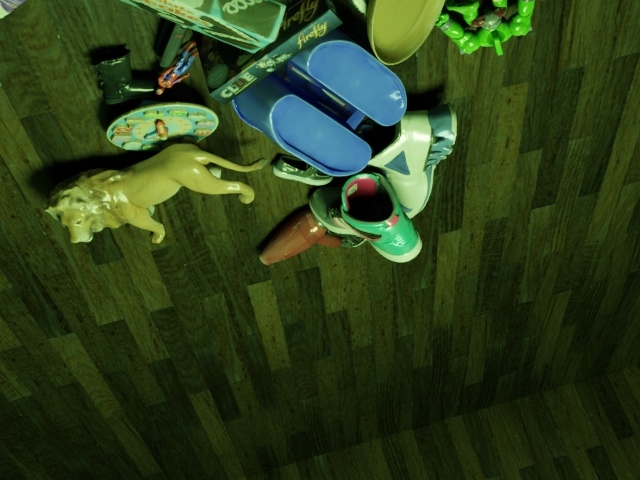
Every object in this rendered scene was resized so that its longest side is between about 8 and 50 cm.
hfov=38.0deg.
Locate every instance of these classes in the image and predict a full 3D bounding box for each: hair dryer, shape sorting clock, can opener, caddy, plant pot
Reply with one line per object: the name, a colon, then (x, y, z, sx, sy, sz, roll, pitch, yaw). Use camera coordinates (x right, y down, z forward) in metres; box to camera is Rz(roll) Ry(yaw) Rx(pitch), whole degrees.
hair dryer: (0.000, 0.000, 2.162, 0.293, 0.080, 0.223, -14, 147, -6)
shape sorting clock: (-0.291, -0.206, 1.719, 0.206, 0.040, 0.206, -7, 164, -2)
can opener: (-0.238, -0.359, 1.548, 0.073, 0.059, 0.186, 3, 141, -30)
caddy: (-0.008, -0.272, 1.684, 0.341, 0.179, 0.241, 27, 102, -47)
plant pot: (0.146, -0.415, 1.575, 0.236, 0.032, 0.236, -42, 150, -32)

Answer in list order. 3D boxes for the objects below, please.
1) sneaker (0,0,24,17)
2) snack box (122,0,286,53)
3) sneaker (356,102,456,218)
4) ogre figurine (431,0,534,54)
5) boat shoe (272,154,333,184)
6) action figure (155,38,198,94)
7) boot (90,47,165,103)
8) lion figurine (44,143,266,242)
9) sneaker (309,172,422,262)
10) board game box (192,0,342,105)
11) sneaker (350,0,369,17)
sneaker: (-0.488, -0.407, 1.375, 0.071, 0.068, 0.170, -32, 156, -7)
snack box: (-0.223, -0.365, 1.356, 0.322, 0.187, 0.060, 19, 91, -14)
sneaker: (0.155, -0.180, 1.954, 0.182, 0.127, 0.315, 3, 147, -10)
ogre figurine: (0.307, -0.407, 1.704, 0.197, 0.097, 0.118, -30, 135, -1)
boat shoe: (-0.032, -0.150, 1.959, 0.142, 0.049, 0.040, 5, 140, -28)
action figure: (-0.249, -0.300, 1.628, 0.115, 0.030, 0.038, -45, 146, 9)
boot: (-0.334, -0.292, 1.619, 0.121, 0.045, 0.099, -13, 141, -10)
lion figurine: (-0.319, -0.110, 1.803, 0.392, 0.142, 0.240, -29, 147, 12)
sneaker: (0.069, -0.075, 1.934, 0.124, 0.295, 0.178, -49, 142, -17)
board game box: (-0.094, -0.353, 1.529, 0.243, 0.165, 0.042, -32, 144, 19)
sneaker: (0.063, -0.461, 1.510, 0.110, 0.107, 0.275, -32, 145, 5)
